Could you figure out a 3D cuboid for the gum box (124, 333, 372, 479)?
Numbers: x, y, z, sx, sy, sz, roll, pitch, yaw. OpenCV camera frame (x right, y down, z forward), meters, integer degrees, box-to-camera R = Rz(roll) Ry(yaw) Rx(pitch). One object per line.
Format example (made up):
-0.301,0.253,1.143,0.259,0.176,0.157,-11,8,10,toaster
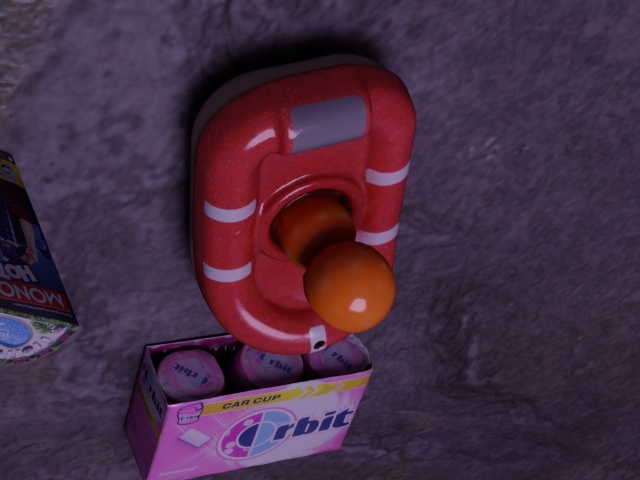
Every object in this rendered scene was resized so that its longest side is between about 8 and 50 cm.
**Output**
-0.054,0.129,1.037,0.188,0.062,0.107,-6,138,-27,gum box

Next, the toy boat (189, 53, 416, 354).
0.000,0.000,0.845,0.151,0.151,0.231,-15,141,-18,toy boat

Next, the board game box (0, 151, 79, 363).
-0.232,0.011,0.671,0.194,0.194,0.060,19,122,-45,board game box
